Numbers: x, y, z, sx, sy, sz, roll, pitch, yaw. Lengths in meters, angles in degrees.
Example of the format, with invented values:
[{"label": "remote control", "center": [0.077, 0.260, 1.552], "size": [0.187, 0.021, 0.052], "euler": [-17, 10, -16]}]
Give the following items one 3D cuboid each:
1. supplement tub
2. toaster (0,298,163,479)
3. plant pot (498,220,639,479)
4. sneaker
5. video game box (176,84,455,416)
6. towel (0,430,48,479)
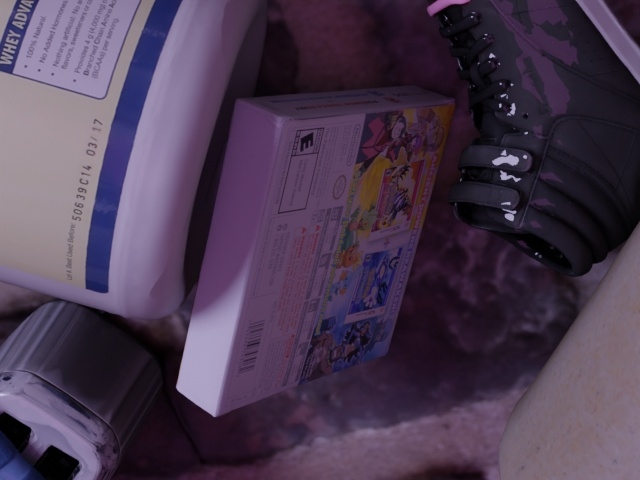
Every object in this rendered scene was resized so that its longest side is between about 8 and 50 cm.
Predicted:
[{"label": "supplement tub", "center": [-0.216, -0.099, 0.750], "size": [0.325, 0.235, 0.235], "euler": [16, 111, 0]}, {"label": "toaster", "center": [-0.210, 0.148, 0.887], "size": [0.129, 0.146, 0.227], "euler": [37, 109, -9]}, {"label": "plant pot", "center": [0.278, 0.089, 0.704], "size": [0.334, 0.333, 0.305], "euler": [30, 125, -5]}, {"label": "sneaker", "center": [0.116, -0.095, 0.762], "size": [0.296, 0.104, 0.147], "euler": [44, 80, -14]}, {"label": "video game box", "center": [0.000, 0.000, 0.796], "size": [0.048, 0.187, 0.205], "euler": [29, 115, 35]}, {"label": "towel", "center": [-0.227, 0.160, 0.798], "size": [0.067, 0.029, 0.119], "euler": [-35, 103, 16]}]
